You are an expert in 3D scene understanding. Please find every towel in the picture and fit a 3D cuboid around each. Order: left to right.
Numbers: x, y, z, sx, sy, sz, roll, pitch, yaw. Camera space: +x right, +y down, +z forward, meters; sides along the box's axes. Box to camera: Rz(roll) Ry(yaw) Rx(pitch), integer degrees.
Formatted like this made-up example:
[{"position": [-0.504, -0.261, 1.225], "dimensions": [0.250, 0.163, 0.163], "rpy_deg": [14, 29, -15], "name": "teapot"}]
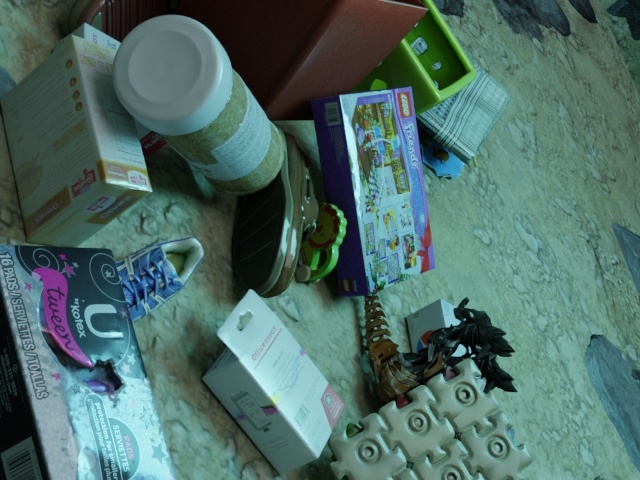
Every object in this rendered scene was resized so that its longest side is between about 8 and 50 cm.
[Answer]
[{"position": [0.226, -0.322, 2.043], "dimensions": [0.312, 0.056, 0.324], "rpy_deg": [40, 38, -2], "name": "towel"}]

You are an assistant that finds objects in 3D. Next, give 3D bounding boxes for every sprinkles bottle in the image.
[{"position": [-0.132, -0.147, 1.247], "dimensions": [0.355, 0.121, 0.121], "rpy_deg": [49, 18, -76], "name": "sprinkles bottle"}]

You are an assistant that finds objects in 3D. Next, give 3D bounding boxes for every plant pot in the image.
[{"position": [-0.056, -0.318, 1.506], "dimensions": [0.267, 0.235, 0.267], "rpy_deg": [42, 24, 19], "name": "plant pot"}, {"position": [0.103, -0.302, 1.790], "dimensions": [0.227, 0.207, 0.228], "rpy_deg": [57, 32, -2], "name": "plant pot"}]

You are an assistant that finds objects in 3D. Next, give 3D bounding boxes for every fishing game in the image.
[{"position": [0.231, -0.208, 2.040], "dimensions": [0.264, 0.041, 0.189], "rpy_deg": [7, 64, -49], "name": "fishing game"}]

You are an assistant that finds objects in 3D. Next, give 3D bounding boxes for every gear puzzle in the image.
[{"position": [0.101, 0.293, 1.309], "dimensions": [0.339, 0.044, 0.175], "rpy_deg": [-25, 76, -26], "name": "gear puzzle"}]

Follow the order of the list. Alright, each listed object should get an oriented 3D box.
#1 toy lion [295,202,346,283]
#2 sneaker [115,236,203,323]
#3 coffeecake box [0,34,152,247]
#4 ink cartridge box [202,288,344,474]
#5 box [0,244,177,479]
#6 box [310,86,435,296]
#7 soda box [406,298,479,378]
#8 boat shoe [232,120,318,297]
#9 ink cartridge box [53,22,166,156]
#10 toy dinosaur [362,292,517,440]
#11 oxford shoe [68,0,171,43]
[{"position": [0.000, 0.000, 1.494], "dimensions": [0.034, 0.096, 0.100], "rpy_deg": [15, 52, -48], "name": "toy lion"}, {"position": [-0.209, 0.046, 1.177], "dimensions": [0.080, 0.081, 0.211], "rpy_deg": [56, 33, -7], "name": "sneaker"}, {"position": [-0.273, -0.106, 1.157], "dimensions": [0.068, 0.142, 0.185], "rpy_deg": [11, 56, -50], "name": "coffeecake box"}, {"position": [-0.066, 0.171, 1.284], "dimensions": [0.198, 0.067, 0.115], "rpy_deg": [54, 31, -11], "name": "ink cartridge box"}, {"position": [-0.253, 0.147, 0.950], "dimensions": [0.142, 0.163, 0.247], "rpy_deg": [2, 62, -52], "name": "box"}, {"position": [0.084, -0.078, 1.574], "dimensions": [0.201, 0.057, 0.293], "rpy_deg": [-16, 100, -53], "name": "box"}, {"position": [0.195, 0.204, 1.615], "dimensions": [0.069, 0.074, 0.216], "rpy_deg": [28, 43, -41], "name": "soda box"}, {"position": [-0.049, -0.039, 1.446], "dimensions": [0.104, 0.111, 0.307], "rpy_deg": [33, 40, -33], "name": "boat shoe"}, {"position": [-0.259, -0.189, 1.324], "dimensions": [0.150, 0.063, 0.109], "rpy_deg": [25, 46, -43], "name": "ink cartridge box"}, {"position": [0.155, 0.194, 1.477], "dimensions": [0.322, 0.218, 0.164], "rpy_deg": [59, -7, 12], "name": "toy dinosaur"}, {"position": [-0.268, -0.366, 1.453], "dimensions": [0.130, 0.123, 0.348], "rpy_deg": [23, 40, 8], "name": "oxford shoe"}]
